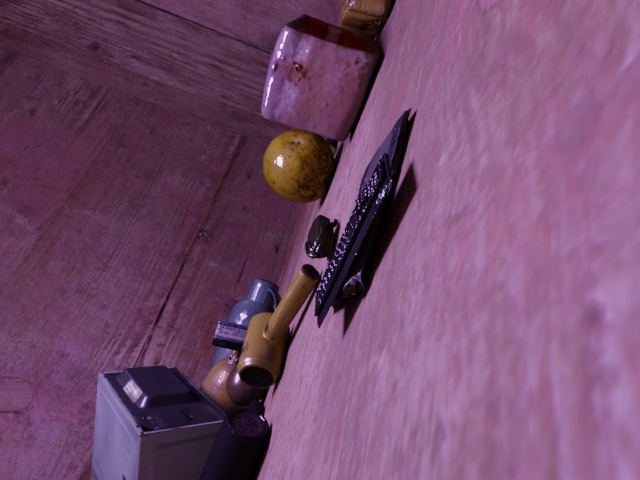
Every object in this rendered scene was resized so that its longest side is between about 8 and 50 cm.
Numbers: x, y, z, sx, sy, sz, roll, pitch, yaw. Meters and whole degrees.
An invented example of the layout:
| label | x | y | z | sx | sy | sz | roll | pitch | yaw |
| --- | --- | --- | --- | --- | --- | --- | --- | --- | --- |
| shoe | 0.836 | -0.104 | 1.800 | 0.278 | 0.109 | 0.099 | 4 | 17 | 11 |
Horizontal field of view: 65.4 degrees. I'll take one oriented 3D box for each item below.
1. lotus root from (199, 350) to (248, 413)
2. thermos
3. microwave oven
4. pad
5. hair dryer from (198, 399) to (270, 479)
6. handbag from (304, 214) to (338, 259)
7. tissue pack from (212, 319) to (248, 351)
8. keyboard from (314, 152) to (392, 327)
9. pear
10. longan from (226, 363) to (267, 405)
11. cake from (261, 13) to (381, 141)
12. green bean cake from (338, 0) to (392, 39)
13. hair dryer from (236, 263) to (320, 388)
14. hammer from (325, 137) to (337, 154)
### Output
| label | x | y | z | sx | sy | sz | roll | pitch | yaw |
| --- | --- | --- | --- | --- | --- | --- | --- | --- | --- |
| lotus root | -0.244 | 0.410 | 1.280 | 0.169 | 0.151 | 0.342 | -105 | 30 | -75 |
| thermos | -0.193 | 0.254 | 1.429 | 0.182 | 0.145 | 0.286 | 14 | 82 | 52 |
| microwave oven | -0.351 | 0.455 | 1.103 | 0.355 | 0.218 | 0.286 | 9 | 94 | 54 |
| pad | 0.055 | -0.029 | 0.624 | 0.174 | 0.022 | 0.233 | 124 | 166 | -70 |
| hair dryer | -0.151 | 0.378 | 0.940 | 0.251 | 0.089 | 0.197 | -69 | -1 | -77 |
| handbag | 0.000 | 0.000 | 0.876 | 0.111 | 0.047 | 0.072 | -82 | 18 | -60 |
| tissue pack | -0.175 | 0.238 | 1.187 | 0.112 | 0.156 | 0.051 | 122 | 161 | -63 |
| keyboard | 0.030 | 0.003 | 0.540 | 0.074 | 0.015 | 0.196 | -78 | 10 | -60 |
| pear | -0.052 | -0.196 | 1.344 | 0.197 | 0.197 | 0.197 | -161 | 90 | -84 |
| longan | -0.161 | 0.321 | 1.129 | 0.113 | 0.092 | 0.113 | -43 | 15 | 14 |
| cake | 0.003 | -0.411 | 1.239 | 0.309 | 0.237 | 0.230 | -78 | 10 | -58 |
| green bean cake | 0.139 | -0.686 | 1.375 | 0.224 | 0.131 | 0.229 | 147 | 139 | -84 |
| hair dryer | -0.076 | 0.158 | 0.959 | 0.278 | 0.090 | 0.135 | -59 | 11 | 35 |
| hammer | 0.049 | -0.360 | 1.576 | 0.159 | 0.041 | 0.226 | 122 | 166 | -65 |
